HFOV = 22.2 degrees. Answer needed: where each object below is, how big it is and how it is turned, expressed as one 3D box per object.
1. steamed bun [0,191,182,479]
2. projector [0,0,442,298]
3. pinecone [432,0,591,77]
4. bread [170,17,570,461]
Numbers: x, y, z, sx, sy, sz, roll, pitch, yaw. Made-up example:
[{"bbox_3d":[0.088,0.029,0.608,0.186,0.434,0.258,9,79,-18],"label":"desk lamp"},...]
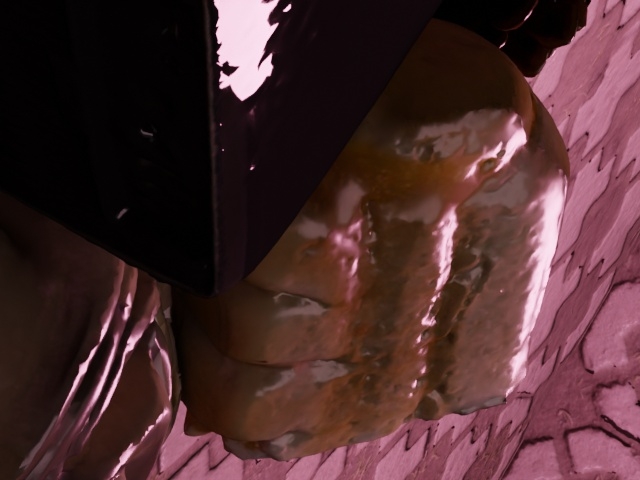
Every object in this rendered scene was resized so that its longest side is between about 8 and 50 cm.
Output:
[{"bbox_3d":[-0.214,0.108,1.049,0.339,0.247,0.352,-49,154,-30],"label":"steamed bun"},{"bbox_3d":[-0.048,-0.235,0.871,0.405,0.242,0.395,-57,168,-24],"label":"projector"},{"bbox_3d":[0.081,-0.249,1.242,0.246,0.246,0.292,-58,140,-2],"label":"pinecone"},{"bbox_3d":[0.018,-0.022,1.181,0.300,0.210,0.341,-19,139,-20],"label":"bread"}]
